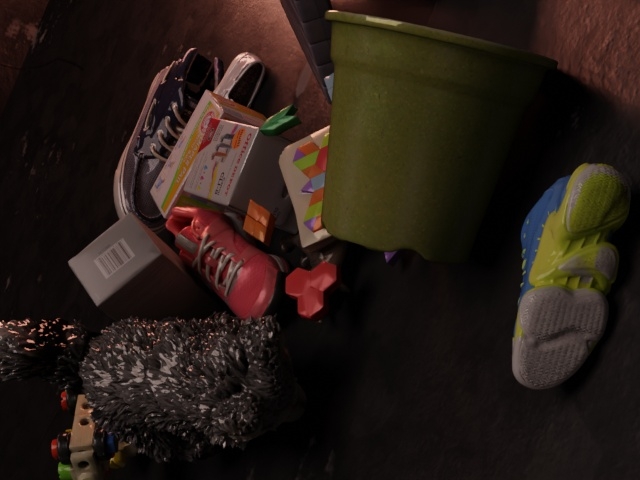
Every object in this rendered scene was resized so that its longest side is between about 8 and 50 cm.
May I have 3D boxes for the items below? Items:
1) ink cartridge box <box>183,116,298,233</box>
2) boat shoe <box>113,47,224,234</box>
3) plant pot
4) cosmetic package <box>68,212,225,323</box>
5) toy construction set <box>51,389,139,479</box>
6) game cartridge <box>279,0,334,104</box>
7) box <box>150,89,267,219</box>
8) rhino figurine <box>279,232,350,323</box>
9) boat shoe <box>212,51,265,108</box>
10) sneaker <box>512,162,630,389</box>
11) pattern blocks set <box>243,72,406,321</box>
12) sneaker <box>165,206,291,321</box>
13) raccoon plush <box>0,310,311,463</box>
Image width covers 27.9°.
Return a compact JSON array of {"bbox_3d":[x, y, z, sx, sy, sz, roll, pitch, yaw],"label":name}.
[{"bbox_3d":[-0.100,-0.100,1.940,0.176,0.127,0.128,19,87,60],"label":"ink cartridge box"},{"bbox_3d":[-0.262,-0.180,2.254,0.158,0.127,0.340,-31,45,58],"label":"boat shoe"},{"bbox_3d":[0.112,-0.114,1.505,0.276,0.276,0.253,27,106,60],"label":"plant pot"},{"bbox_3d":[-0.256,0.072,1.940,0.127,0.238,0.107,-39,61,-2],"label":"cosmetic package"},{"bbox_3d":[-0.321,0.327,1.965,0.327,0.151,0.215,-117,14,-52],"label":"toy construction set"},{"bbox_3d":[-0.031,-0.381,1.938,0.068,0.230,0.355,-24,40,2],"label":"game cartridge"},{"bbox_3d":[-0.173,-0.123,2.090,0.203,0.114,0.103,-59,31,14],"label":"box"},{"bbox_3d":[0.000,0.000,1.768,0.106,0.073,0.243,-26,52,44],"label":"rhino figurine"},{"bbox_3d":[-0.148,-0.229,2.178,0.184,0.066,0.063,-56,30,3],"label":"boat shoe"},{"bbox_3d":[0.250,0.036,1.346,0.126,0.091,0.240,-153,85,-79],"label":"sneaker"},{"bbox_3d":[0.017,-0.079,1.729,0.285,0.026,0.324,-37,52,12],"label":"pattern blocks set"},{"bbox_3d":[-0.151,0.036,1.928,0.115,0.136,0.314,-63,30,11],"label":"sneaker"},{"bbox_3d":[-0.239,0.190,1.702,0.299,0.447,0.216,144,124,-73],"label":"raccoon plush"}]
